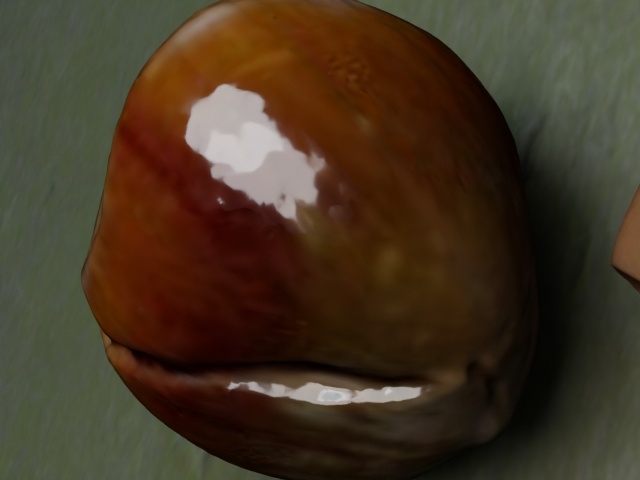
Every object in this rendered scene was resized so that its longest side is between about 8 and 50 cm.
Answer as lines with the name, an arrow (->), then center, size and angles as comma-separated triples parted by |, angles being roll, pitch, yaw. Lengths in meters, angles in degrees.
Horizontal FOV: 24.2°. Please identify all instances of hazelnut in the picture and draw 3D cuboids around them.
hazelnut -> 0.000, 0.000, 1.061 | 0.315, 0.372, 0.372 | -34, 44, -29

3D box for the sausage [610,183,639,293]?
sausage -> 0.306, -0.085, 0.987 | 0.121, 0.121, 0.304 | 30, 94, 39
